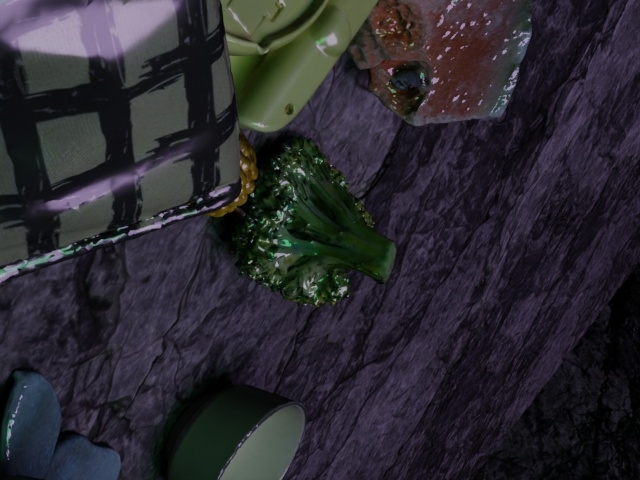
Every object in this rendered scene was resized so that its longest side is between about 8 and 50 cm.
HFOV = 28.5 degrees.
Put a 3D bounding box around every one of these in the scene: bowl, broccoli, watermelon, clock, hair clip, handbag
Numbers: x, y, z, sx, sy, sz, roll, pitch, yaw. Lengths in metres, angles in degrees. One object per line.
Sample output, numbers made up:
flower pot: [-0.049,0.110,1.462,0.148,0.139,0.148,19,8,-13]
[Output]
bowl: [-0.121,0.268,1.616,0.211,0.112,0.211,-43,153,-29]
broccoli: [0.000,0.000,1.426,0.194,0.194,0.220,-41,146,-33]
watermelon: [0.159,-0.265,1.460,0.302,0.151,0.264,-39,151,-37]
clock: [-0.078,-0.254,1.003,0.235,0.096,0.308,-56,134,-16]
hair clip: [-0.279,0.341,1.250,0.392,0.238,0.318,-42,150,-31]
handbag: [-0.222,-0.113,0.823,0.327,0.162,0.325,-29,142,-22]

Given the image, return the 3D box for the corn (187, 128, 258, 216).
corn: [-0.143,-0.101,1.141,0.101,0.101,0.310,-56,151,-3]
